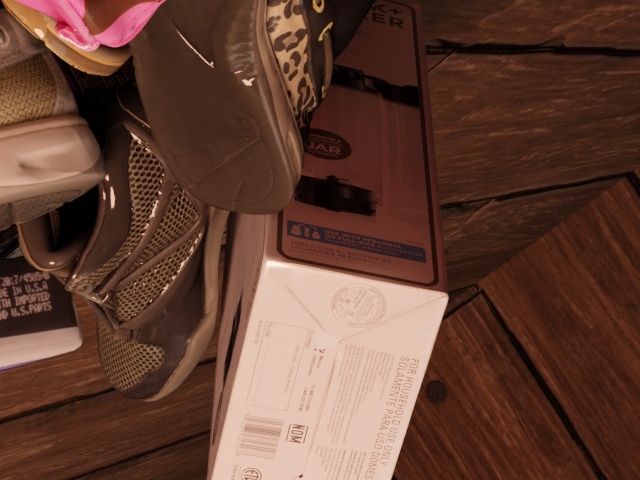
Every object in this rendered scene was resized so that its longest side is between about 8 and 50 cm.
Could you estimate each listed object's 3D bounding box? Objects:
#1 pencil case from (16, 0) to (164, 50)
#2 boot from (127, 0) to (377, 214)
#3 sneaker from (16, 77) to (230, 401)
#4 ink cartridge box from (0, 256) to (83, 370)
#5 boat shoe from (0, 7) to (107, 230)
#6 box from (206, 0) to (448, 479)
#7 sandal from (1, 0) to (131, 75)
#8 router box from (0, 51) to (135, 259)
[{"bbox_3d":[-0.034,-0.154,0.667,0.209,0.098,0.095,-40,-153,-10],"label":"pencil case"},{"bbox_3d":[-0.026,-0.151,0.841,0.236,0.085,0.178,80,28,-43],"label":"boot"},{"bbox_3d":[-0.114,0.008,0.987,0.130,0.087,0.227,-22,147,-33],"label":"sneaker"},{"bbox_3d":[-0.331,0.080,0.983,0.307,0.072,0.303,-15,178,24],"label":"ink cartridge box"},{"bbox_3d":[-0.224,-0.043,0.774,0.118,0.103,0.320,-24,172,41],"label":"boat shoe"},{"bbox_3d":[0.000,0.000,1.004,0.290,0.087,0.169,-91,-167,-57],"label":"box"},{"bbox_3d":[-0.092,-0.116,0.871,0.049,0.072,0.180,-53,164,20],"label":"sandal"},{"bbox_3d":[-0.158,-0.046,1.035,0.179,0.046,0.133,-39,166,31],"label":"router box"}]
